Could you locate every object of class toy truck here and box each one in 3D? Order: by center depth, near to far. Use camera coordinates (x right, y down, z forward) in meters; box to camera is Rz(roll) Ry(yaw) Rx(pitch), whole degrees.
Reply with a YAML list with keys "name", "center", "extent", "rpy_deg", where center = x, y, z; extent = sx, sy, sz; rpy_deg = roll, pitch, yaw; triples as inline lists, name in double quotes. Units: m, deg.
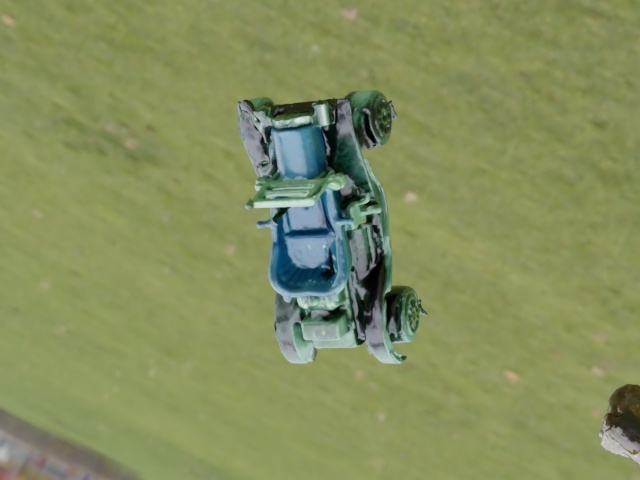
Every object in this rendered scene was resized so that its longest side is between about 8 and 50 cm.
- name: "toy truck"
  center: [0.000, -0.001, 0.840]
  extent: [0.080, 0.154, 0.078]
  rpy_deg: [-2, -161, 23]

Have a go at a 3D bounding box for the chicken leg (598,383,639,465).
- name: "chicken leg"
  center: [0.283, 0.170, 1.084]
  extent: [0.196, 0.125, 0.080]
  rpy_deg: [9, 143, 13]
